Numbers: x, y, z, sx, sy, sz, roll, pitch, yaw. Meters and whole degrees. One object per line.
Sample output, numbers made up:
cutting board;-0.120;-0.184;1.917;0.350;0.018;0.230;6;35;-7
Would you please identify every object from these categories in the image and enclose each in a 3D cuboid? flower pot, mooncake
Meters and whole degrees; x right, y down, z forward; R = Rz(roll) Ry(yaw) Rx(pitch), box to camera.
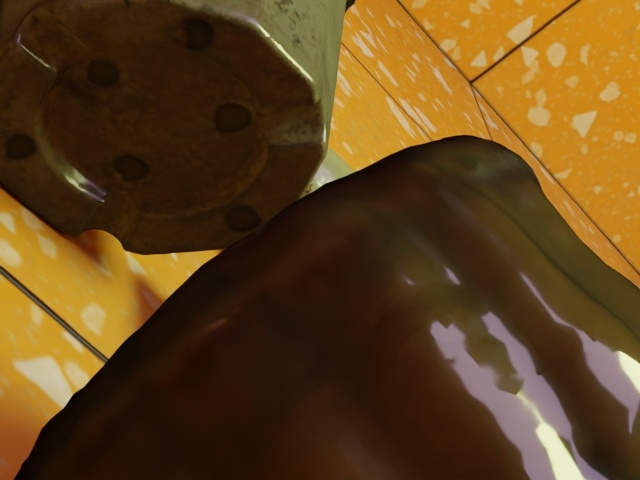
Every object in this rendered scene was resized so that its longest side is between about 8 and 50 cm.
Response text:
flower pot;-0.094;-0.144;0.933;0.290;0.290;0.259;42;33;-33
mooncake;0.008;0.092;0.629;0.161;0.290;0.290;52;15;11

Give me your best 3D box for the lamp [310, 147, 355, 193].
lamp;0.000;0.000;1.134;0.250;0.101;0.101;54;13;-29
